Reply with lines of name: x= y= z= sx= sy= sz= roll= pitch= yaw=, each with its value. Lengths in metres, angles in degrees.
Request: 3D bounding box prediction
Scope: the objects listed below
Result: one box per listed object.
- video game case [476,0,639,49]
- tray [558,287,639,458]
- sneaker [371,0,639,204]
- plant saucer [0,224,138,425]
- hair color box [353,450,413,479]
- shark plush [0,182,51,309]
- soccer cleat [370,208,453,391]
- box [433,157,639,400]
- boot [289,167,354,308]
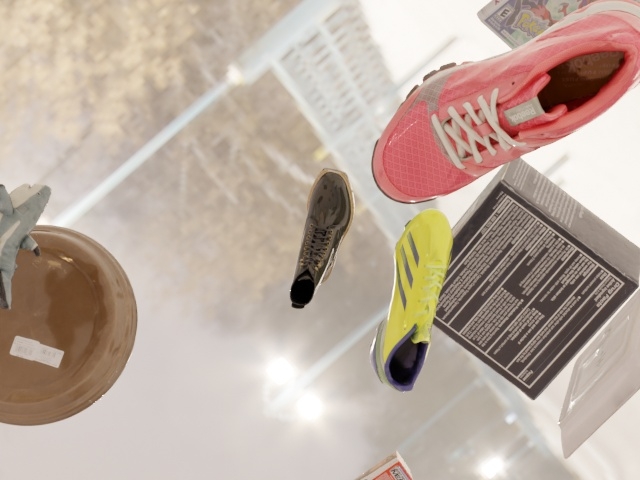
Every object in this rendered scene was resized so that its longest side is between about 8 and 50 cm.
video game case: x=0.336 y=-0.319 z=1.987 sx=0.201 sy=0.183 sz=0.023 roll=30 pitch=-152 yaw=-48
tray: x=0.329 y=0.138 z=1.642 sx=0.030 sy=0.145 sz=0.270 roll=23 pitch=149 yaw=0
sneaker: x=0.175 y=-0.131 z=1.372 sx=0.116 sy=0.314 sz=0.136 roll=58 pitch=-162 yaw=-7
plant saucer: x=-0.382 y=0.106 z=1.913 sx=0.278 sy=0.278 sz=0.041 roll=49 pitch=170 yaw=14
hair color box: x=0.090 y=0.468 z=2.703 sx=0.053 sy=0.167 sz=0.093 roll=56 pitch=-178 yaw=-3
shark plush: x=-0.365 y=0.000 z=1.734 sx=0.067 sy=0.073 sz=0.161 roll=11 pitch=-126 yaw=-16
soccer cleat: x=0.150 y=0.095 z=2.189 sx=0.093 sy=0.289 sz=0.121 roll=7 pitch=-158 yaw=-21
box: x=0.355 y=0.063 z=2.528 sx=0.294 sy=0.296 sz=0.183 roll=38 pitch=-155 yaw=0
boot: x=0.000 y=0.000 z=2.232 sx=0.077 sy=0.197 sz=0.137 roll=11 pitch=-156 yaw=8
